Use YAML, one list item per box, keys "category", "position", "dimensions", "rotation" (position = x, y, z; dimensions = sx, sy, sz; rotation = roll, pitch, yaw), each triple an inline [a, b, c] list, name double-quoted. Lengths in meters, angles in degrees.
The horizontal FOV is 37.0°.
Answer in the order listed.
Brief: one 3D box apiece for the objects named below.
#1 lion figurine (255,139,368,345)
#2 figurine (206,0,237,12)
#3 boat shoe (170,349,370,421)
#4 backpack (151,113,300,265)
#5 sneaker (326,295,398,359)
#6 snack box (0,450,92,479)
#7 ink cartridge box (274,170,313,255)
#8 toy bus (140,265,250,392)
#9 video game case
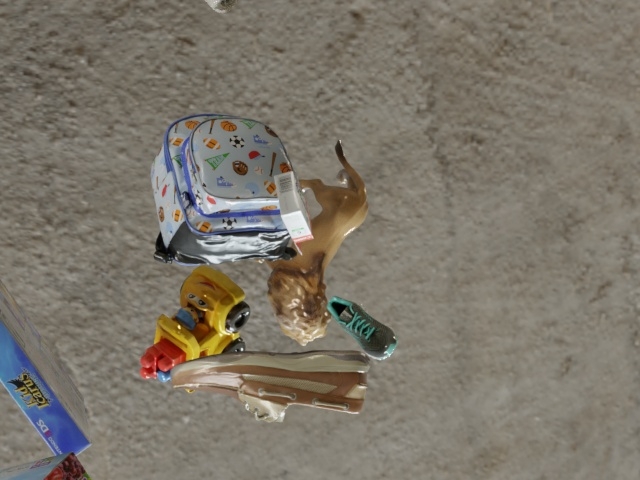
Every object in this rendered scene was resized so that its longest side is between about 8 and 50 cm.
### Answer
- category: "lion figurine"
  position: [0.000, 0.000, 1.916]
  dimensions: [0.142, 0.240, 0.392]
  rotation: [21, 98, -31]
- category: "figurine"
  position: [-0.206, -0.541, 1.688]
  dimensions: [0.215, 0.209, 0.092]
  rotation: [-53, 172, 33]
- category: "boat shoe"
  position: [-0.081, 0.236, 1.538]
  dimensions: [0.123, 0.324, 0.117]
  rotation: [53, 36, -84]
- category: "backpack"
  position: [-0.175, -0.103, 1.689]
  dimensions: [0.276, 0.263, 0.213]
  rotation: [-1, 139, -36]
- category: "sneaker"
  position: [0.065, 0.145, 1.625]
  dimensions: [0.076, 0.166, 0.065]
  rotation: [33, 90, -39]
- category: "snack box"
  position: [-0.327, 0.375, 1.185]
  dimensions: [0.207, 0.174, 0.070]
  rotation: [62, 34, -13]
- category: "ink cartridge box"
  position: [-0.030, -0.034, 1.254]
  dimensions: [0.115, 0.029, 0.063]
  rotation: [64, 13, -59]
- category: "toy bus"
  position: [-0.262, 0.187, 1.890]
  dimensions: [0.211, 0.149, 0.220]
  rotation: [-28, 140, -45]
- category: "video game case"
  position: [-0.475, 0.203, 1.552]
  dimensions: [0.061, 0.244, 0.270]
  rotation: [-33, 106, -9]
